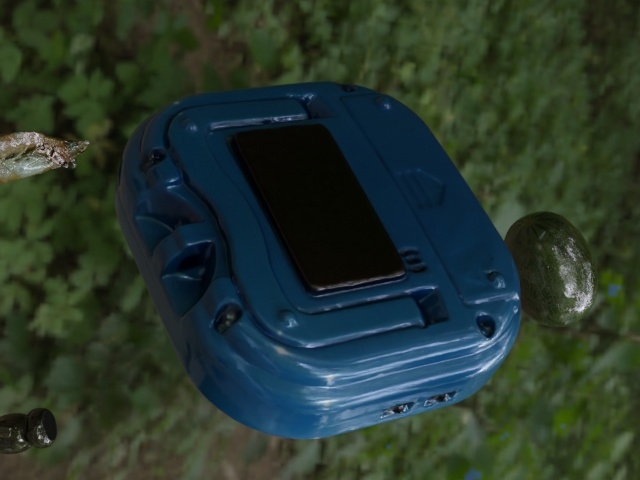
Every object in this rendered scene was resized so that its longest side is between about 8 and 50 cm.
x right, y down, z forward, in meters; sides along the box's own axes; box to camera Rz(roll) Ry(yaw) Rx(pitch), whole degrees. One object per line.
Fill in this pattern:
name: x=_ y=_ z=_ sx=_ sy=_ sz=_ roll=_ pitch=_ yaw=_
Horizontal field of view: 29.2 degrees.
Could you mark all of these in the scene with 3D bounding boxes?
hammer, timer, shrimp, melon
hammer: x=-0.239 y=0.108 z=0.706 sx=0.292 sy=0.058 sz=0.029 roll=37 pitch=40 yaw=-74
timer: x=0.000 y=0.000 z=1.064 sx=0.340 sy=0.309 sz=0.115 roll=61 pitch=-33 yaw=31
shrimp: x=-0.356 y=-0.104 z=1.512 sx=0.091 sy=0.184 sz=0.043 roll=-45 pitch=-110 yaw=32
melon: x=0.290 y=0.041 z=1.548 sx=0.114 sy=0.114 sz=0.167 roll=-91 pitch=161 yaw=-63
